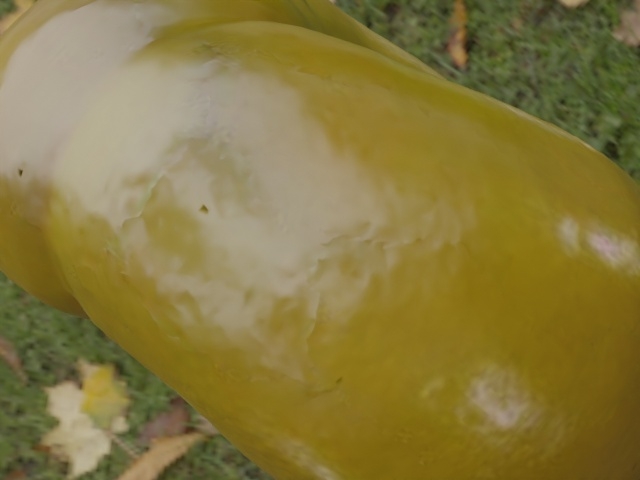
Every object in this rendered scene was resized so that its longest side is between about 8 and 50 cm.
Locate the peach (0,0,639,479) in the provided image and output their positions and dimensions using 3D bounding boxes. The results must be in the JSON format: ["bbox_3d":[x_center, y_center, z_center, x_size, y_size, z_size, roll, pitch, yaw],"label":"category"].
[{"bbox_3d":[0.000,0.000,0.534,0.251,0.251,0.153,29,100,33],"label":"peach"}]
